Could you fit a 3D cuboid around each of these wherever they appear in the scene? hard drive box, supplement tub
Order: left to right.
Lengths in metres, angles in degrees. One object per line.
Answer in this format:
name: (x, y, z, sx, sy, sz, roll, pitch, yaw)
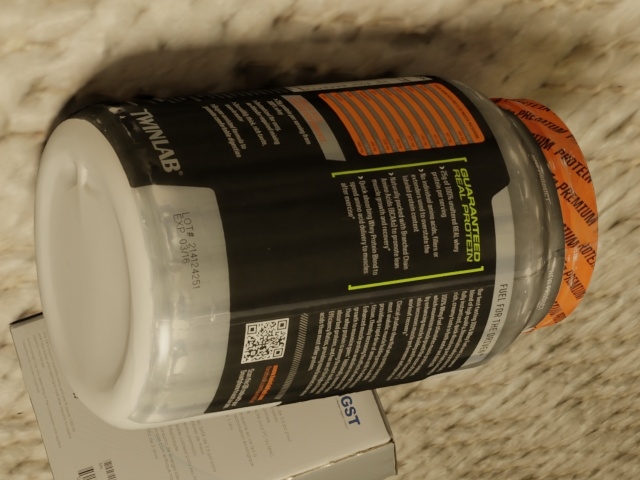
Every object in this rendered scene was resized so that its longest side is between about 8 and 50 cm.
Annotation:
hard drive box: (-0.083, 0.115, 1.328, 0.232, 0.181, 0.089, -18, 156, -4)
supplement tub: (0.000, 0.000, 1.136, 0.316, 0.193, 0.193, -7, 152, -27)
